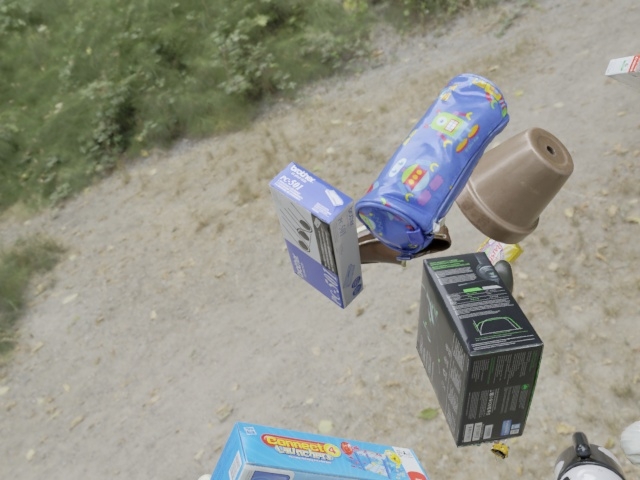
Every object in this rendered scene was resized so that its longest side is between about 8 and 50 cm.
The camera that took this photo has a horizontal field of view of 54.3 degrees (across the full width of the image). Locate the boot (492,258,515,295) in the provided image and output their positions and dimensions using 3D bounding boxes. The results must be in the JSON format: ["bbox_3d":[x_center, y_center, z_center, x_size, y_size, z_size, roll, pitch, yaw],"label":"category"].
[{"bbox_3d":[0.419,0.111,1.458,0.077,0.137,0.198,13,63,14],"label":"boot"}]

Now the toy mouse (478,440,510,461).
[{"bbox_3d":[0.392,0.466,1.494,0.031,0.143,0.161,-52,-12,-24],"label":"toy mouse"}]

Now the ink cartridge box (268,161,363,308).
[{"bbox_3d":[0.000,0.000,0.791,0.097,0.207,0.046,35,68,25],"label":"ink cartridge box"}]

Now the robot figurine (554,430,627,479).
[{"bbox_3d":[0.665,0.608,1.542,0.173,0.209,0.278,-51,-13,14],"label":"robot figurine"}]

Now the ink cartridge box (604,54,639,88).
[{"bbox_3d":[0.492,-0.255,0.941,0.115,0.063,0.029,-132,60,-77],"label":"ink cartridge box"}]

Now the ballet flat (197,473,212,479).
[{"bbox_3d":[-0.216,0.583,1.323,0.086,0.248,0.086,-4,36,3],"label":"ballet flat"}]

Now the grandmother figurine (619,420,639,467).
[{"bbox_3d":[0.717,0.349,1.186,0.342,0.104,0.208,-13,45,-20],"label":"grandmother figurine"}]

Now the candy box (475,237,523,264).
[{"bbox_3d":[0.477,0.064,1.769,0.206,0.027,0.105,-56,44,30],"label":"candy box"}]

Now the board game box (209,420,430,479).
[{"bbox_3d":[-0.034,0.438,0.934,0.308,0.302,0.086,-65,25,17],"label":"board game box"}]

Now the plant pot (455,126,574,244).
[{"bbox_3d":[0.495,-0.157,1.566,0.229,0.263,0.263,-49,4,44],"label":"plant pot"}]

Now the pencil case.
[{"bbox_3d":[0.180,-0.118,0.967,0.133,0.119,0.306,25,68,30],"label":"pencil case"}]

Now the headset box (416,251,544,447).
[{"bbox_3d":[0.281,0.193,1.183,0.131,0.246,0.283,-7,35,-7],"label":"headset box"}]

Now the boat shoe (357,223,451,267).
[{"bbox_3d":[0.157,0.010,1.321,0.257,0.095,0.095,-16,48,-10],"label":"boat shoe"}]
